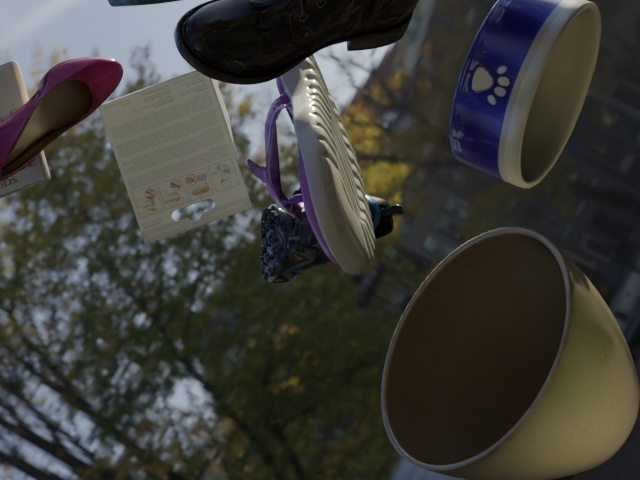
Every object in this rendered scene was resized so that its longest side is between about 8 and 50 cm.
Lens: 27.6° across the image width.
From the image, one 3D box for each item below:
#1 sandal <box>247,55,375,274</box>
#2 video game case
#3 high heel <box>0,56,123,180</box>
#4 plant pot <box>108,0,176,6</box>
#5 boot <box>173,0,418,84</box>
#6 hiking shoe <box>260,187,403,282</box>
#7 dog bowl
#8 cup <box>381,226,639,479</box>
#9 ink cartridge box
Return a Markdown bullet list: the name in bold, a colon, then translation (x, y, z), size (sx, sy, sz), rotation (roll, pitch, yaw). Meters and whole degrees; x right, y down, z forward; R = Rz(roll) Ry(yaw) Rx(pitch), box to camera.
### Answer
- **sandal**: translation (-0.021, -0.084, 1.380), size (0.102, 0.169, 0.416), rotation (-23, 30, 8)
- **video game case**: translation (-0.423, -0.129, 1.645), size (0.143, 0.157, 0.019), rotation (-19, -6, 19)
- **high heel**: translation (-0.320, -0.147, 1.571), size (0.244, 0.117, 0.082), rotation (-29, -52, -30)
- **plant pot**: translation (-0.145, -0.363, 1.501), size (0.234, 0.165, 0.165), rotation (-27, 19, -21)
- **boot**: translation (0.015, -0.243, 1.099), size (0.263, 0.091, 0.229), rotation (-18, -18, -26)
- **hiking shoe**: translation (0.000, 0.000, 1.772), size (0.304, 0.132, 0.113), rotation (159, 114, -71)
- **dog bowl**: translation (0.281, -0.210, 1.772), size (0.265, 0.104, 0.265), rotation (-48, -29, -39)
- **cup**: translation (0.274, 0.182, 1.692), size (0.331, 0.237, 0.331), rotation (-38, 36, 34)
- **ink cartridge box**: translation (-0.225, -0.134, 2.048), size (0.189, 0.232, 0.066), rotation (-19, 4, 8)
